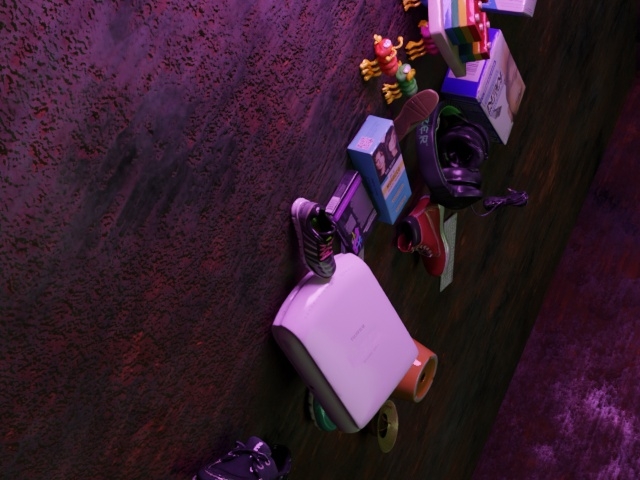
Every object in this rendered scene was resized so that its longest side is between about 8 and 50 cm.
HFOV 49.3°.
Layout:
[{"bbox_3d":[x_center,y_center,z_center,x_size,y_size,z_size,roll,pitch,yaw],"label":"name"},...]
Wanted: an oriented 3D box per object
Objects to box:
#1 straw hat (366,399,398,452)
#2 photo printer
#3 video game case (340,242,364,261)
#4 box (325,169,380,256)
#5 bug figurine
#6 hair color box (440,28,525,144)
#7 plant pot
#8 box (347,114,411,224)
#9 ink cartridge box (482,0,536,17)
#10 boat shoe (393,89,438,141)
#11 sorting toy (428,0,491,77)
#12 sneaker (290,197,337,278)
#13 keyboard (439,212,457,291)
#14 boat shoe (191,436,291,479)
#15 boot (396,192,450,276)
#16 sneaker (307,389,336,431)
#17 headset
[{"bbox_3d":[0.165,0.520,1.967,0.144,0.061,0.145,2,88,-60],"label":"straw hat"},{"bbox_3d":[0.050,0.198,1.440,0.256,0.107,0.308,-44,113,-33],"label":"photo printer"},{"bbox_3d":[0.073,0.025,1.573,0.087,0.011,0.122,-35,135,-45],"label":"video game case"},{"bbox_3d":[0.070,-0.056,1.489,0.116,0.029,0.162,-59,142,-22],"label":"box"},{"bbox_3d":[0.189,-0.418,1.449,0.279,0.072,0.216,-62,150,-17],"label":"bug figurine"},{"bbox_3d":[0.439,-0.402,1.847,0.339,0.110,0.185,26,83,-62],"label":"hair color box"},{"bbox_3d":[0.181,0.308,1.740,0.205,0.187,0.205,-36,135,-45],"label":"plant pot"},{"bbox_3d":[0.134,-0.150,1.524,0.101,0.060,0.244,-57,148,-23],"label":"box"},{"bbox_3d":[0.468,-0.658,1.710,0.082,0.139,0.191,-11,115,-55],"label":"ink cartridge box"},{"bbox_3d":[0.204,-0.274,1.524,0.153,0.056,0.048,-49,175,37],"label":"boat shoe"},{"bbox_3d":[0.296,-0.508,1.451,0.257,0.089,0.256,17,71,-66],"label":"sorting toy"},{"bbox_3d":[0.000,0.000,1.329,0.063,0.074,0.171,-33,115,-36],"label":"sneaker"},{"bbox_3d":[0.385,0.038,2.106,0.072,0.014,0.256,-41,139,-42],"label":"keyboard"},{"bbox_3d":[-0.134,0.438,1.350,0.113,0.127,0.340,-67,152,-9],"label":"boat shoe"},{"bbox_3d":[0.260,0.022,1.817,0.176,0.088,0.244,-43,133,-39],"label":"boot"},{"bbox_3d":[0.046,0.321,1.600,0.107,0.109,0.276,-12,117,-57],"label":"sneaker"},{"bbox_3d":[0.375,-0.185,1.745,0.394,0.185,0.244,42,53,-44],"label":"headset"}]
